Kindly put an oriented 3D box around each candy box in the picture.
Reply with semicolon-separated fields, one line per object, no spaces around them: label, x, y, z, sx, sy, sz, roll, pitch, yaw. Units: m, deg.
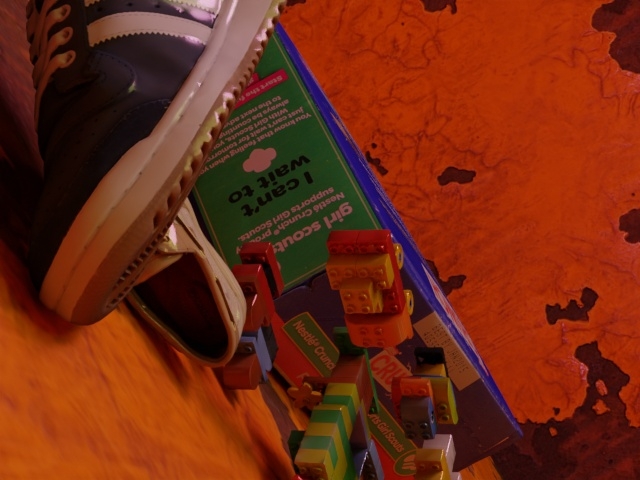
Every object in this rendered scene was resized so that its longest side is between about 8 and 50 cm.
candy box;0.000;0.000;1.064;0.268;0.122;0.317;55;4;-45

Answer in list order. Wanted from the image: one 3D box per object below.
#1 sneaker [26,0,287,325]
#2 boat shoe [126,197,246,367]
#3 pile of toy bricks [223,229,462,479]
sneaker;-0.102;-0.098;0.603;0.153;0.099;0.282;28;48;-8
boat shoe;-0.077;0.003;0.656;0.135;0.050;0.045;50;12;-24
pile of toy bricks;0.008;0.102;0.747;0.105;0.118;0.212;-69;151;-49
